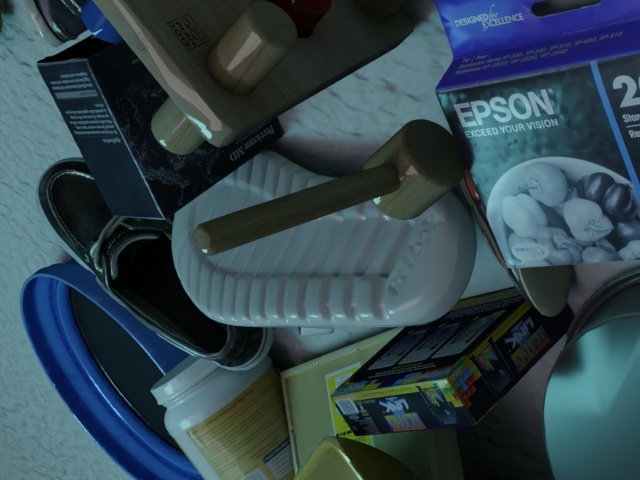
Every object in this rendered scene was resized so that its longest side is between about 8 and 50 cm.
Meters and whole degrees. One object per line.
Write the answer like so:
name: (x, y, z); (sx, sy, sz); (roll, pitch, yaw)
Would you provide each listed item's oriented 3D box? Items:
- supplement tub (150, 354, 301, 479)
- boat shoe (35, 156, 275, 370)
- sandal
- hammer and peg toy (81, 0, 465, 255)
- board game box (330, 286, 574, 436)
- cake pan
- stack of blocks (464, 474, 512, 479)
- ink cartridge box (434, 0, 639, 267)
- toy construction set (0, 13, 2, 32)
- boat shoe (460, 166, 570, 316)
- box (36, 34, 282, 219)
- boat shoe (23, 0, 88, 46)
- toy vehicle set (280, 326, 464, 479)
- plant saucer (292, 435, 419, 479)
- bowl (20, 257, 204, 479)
supplement tub: (-0.086, 0.214, 1.330); (0.199, 0.144, 0.144); (54, 148, -4)
boat shoe: (-0.187, 0.011, 1.245); (0.335, 0.121, 0.119); (36, -179, 18)
sandal: (-0.005, 0.015, 1.057); (0.102, 0.169, 0.416); (21, 176, -37)
hammer and peg toy: (-0.041, -0.161, 0.788); (0.361, 0.266, 0.127); (52, 130, 2)
board game box: (0.108, 0.100, 0.971); (0.048, 0.141, 0.170); (58, 148, -8)
cake pan: (0.279, 0.160, 0.837); (0.293, 0.054, 0.293); (25, 127, 38)
stack of blocks: (0.185, 0.389, 1.155); (0.171, 0.087, 0.297); (-6, 105, 55)
ink cartridge box: (0.180, -0.081, 0.767); (0.206, 0.045, 0.208); (-6, 117, 45)
toy construction set: (-0.498, -0.298, 1.307); (0.309, 0.257, 0.237); (55, 168, 36)
boat shoe: (0.150, -0.003, 0.903); (0.043, 0.049, 0.137); (-8, 113, 58)
box: (-0.140, -0.125, 1.047); (0.093, 0.156, 0.158); (5, 126, 48)
boat shoe: (-0.284, -0.300, 1.166); (0.065, 0.075, 0.206); (-20, 104, 12)
toy vehicle set: (0.044, 0.189, 1.166); (0.267, 0.035, 0.166); (-29, 67, 58)
plant saucer: (0.080, 0.363, 1.068); (0.333, 0.081, 0.332); (53, 144, 19)
bowl: (-0.256, 0.189, 1.588); (0.391, 0.077, 0.391); (32, 143, 28)
